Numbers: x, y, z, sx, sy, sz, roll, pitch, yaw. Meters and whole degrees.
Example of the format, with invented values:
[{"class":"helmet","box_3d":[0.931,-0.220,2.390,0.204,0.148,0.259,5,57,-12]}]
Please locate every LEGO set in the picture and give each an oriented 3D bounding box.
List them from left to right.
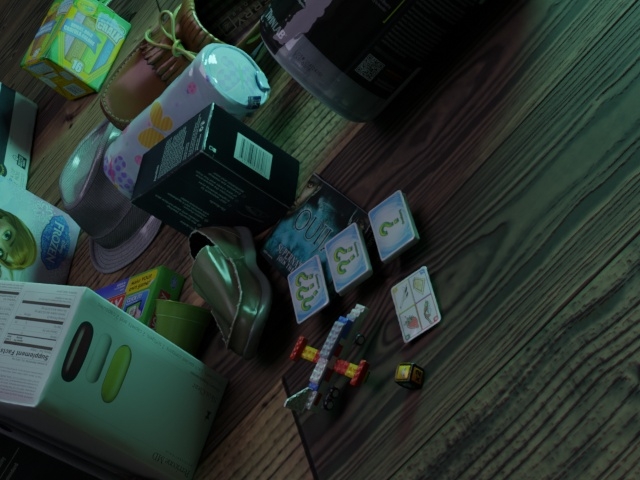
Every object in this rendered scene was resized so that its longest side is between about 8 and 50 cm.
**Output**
[{"class":"LEGO set","box_3d":[0.034,0.074,1.276,0.182,0.060,0.244,-36,43,24]}]

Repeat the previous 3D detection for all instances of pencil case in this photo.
[{"class":"pencil case","box_3d":[-0.192,-0.162,1.696,0.273,0.124,0.113,-38,75,34]}]

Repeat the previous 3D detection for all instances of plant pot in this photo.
[{"class":"plant pot","box_3d":[-0.184,0.124,1.551,0.083,0.083,0.079,-4,71,53]}]

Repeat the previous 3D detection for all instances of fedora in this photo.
[{"class":"fedora","box_3d":[-0.333,-0.097,1.911,0.243,0.124,0.275,-21,46,46]}]

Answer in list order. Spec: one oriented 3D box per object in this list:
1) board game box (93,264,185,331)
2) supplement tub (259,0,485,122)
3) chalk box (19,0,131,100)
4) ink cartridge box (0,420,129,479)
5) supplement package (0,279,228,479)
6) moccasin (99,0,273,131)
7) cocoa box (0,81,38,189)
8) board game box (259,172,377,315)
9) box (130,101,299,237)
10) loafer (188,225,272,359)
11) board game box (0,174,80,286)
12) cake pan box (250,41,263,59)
[{"class":"board game box","box_3d":[-0.332,0.169,1.741,0.317,0.046,0.214,-20,47,46]},{"class":"supplement tub","box_3d":[0.091,-0.312,1.438,0.316,0.193,0.193,-46,32,18]},{"class":"chalk box","box_3d":[-0.481,-0.410,2.402,0.132,0.132,0.213,-5,58,53]},{"class":"ink cartridge box","box_3d":[-0.362,0.305,1.376,0.165,0.332,0.065,-59,27,-2]},{"class":"supplement package","box_3d":[-0.280,0.170,1.417,0.204,0.262,0.145,2,64,39]},{"class":"moccasin","box_3d":[-0.168,-0.300,1.766,0.380,0.139,0.147,-33,-10,2]},{"class":"cocoa box","box_3d":[-0.756,-0.172,2.480,0.231,0.228,0.347,-40,34,26]},{"class":"board game box","box_3d":[0.000,0.000,1.442,0.126,0.026,0.186,-56,31,3]},{"class":"box","box_3d":[-0.138,-0.077,1.583,0.158,0.156,0.093,-31,39,37]},{"class":"loafer","box_3d":[-0.120,0.060,1.478,0.251,0.087,0.094,-114,38,-60]},{"class":"board game box","box_3d":[-0.560,0.029,1.929,0.066,0.318,0.319,-30,41,37]},{"class":"cake pan box","box_3d":[-0.132,-0.414,1.974,0.245,0.070,0.267,11,71,60]}]
